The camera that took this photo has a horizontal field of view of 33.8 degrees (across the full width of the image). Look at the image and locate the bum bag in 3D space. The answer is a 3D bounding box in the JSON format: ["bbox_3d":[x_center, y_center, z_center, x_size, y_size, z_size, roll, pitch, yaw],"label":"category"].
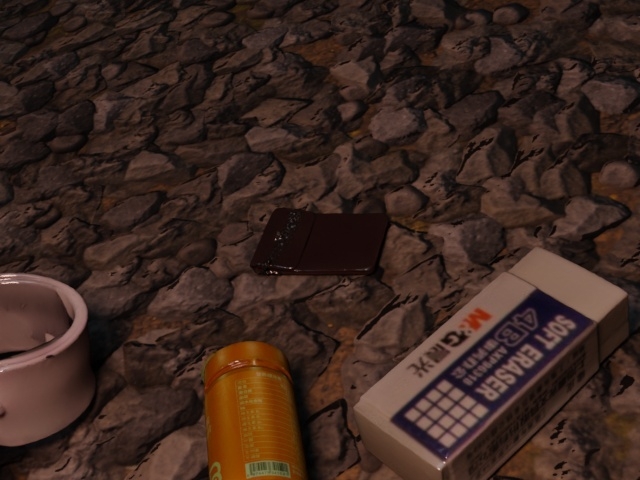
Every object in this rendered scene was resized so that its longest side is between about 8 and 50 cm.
[{"bbox_3d":[0.000,0.000,1.296,0.159,0.026,0.109,0,42,18],"label":"bum bag"}]

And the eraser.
[{"bbox_3d":[0.174,0.128,1.050,0.279,0.081,0.124,-38,45,-23],"label":"eraser"}]

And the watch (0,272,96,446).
[{"bbox_3d":[-0.353,0.159,1.155,0.231,0.196,0.244,-18,36,-36],"label":"watch"}]

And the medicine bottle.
[{"bbox_3d":[-0.065,0.198,1.041,0.096,0.096,0.192,-15,41,2],"label":"medicine bottle"}]
